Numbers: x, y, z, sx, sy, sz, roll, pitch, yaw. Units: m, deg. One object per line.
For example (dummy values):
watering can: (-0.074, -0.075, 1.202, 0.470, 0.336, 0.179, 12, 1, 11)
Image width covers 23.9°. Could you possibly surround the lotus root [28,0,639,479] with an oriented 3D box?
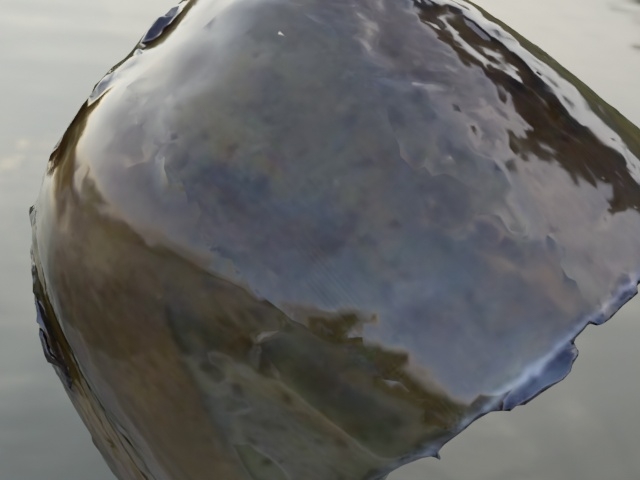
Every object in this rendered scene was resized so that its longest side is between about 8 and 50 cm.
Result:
lotus root: (0.000, 0.000, 0.587, 0.192, 0.272, 0.272, 44, 27, 0)
